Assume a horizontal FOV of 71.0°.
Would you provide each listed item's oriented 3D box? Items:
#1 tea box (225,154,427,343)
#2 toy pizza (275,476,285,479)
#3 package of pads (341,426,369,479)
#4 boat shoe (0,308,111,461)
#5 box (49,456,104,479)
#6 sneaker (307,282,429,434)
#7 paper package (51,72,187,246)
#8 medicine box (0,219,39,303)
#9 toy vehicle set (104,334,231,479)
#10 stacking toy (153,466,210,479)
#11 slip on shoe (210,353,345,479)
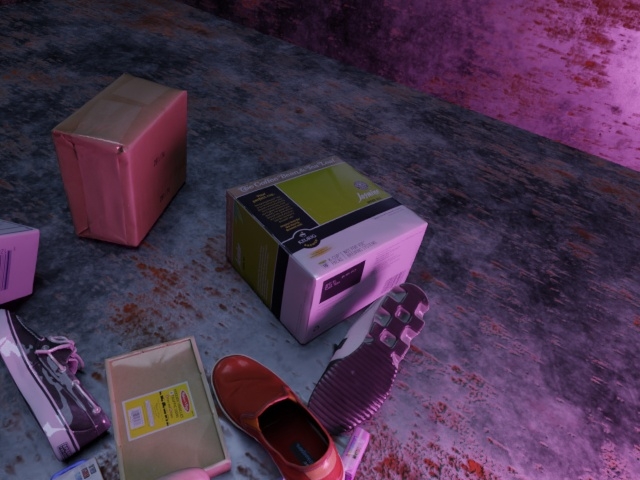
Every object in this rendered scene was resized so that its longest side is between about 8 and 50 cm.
[{"bbox_3d":[0.000,0.000,1.049,0.329,0.220,0.323,-23,53,-33],"label":"tea box"},{"bbox_3d":[-0.018,0.457,0.680,0.201,0.032,0.201,7,41,-6],"label":"toy pizza"},{"bbox_3d":[0.056,0.372,0.775,0.032,0.050,0.083,20,42,17],"label":"package of pads"},{"bbox_3d":[-0.472,0.224,0.782,0.105,0.113,0.306,-28,57,-37],"label":"boat shoe"},{"bbox_3d":[-0.363,0.397,0.677,0.081,0.028,0.136,-23,53,-32],"label":"box"},{"bbox_3d":[0.088,0.237,0.902,0.122,0.146,0.330,43,70,-2],"label":"sneaker"},{"bbox_3d":[-0.466,-0.197,1.100,0.168,0.309,0.324,15,42,-2],"label":"paper package"},{"bbox_3d":[-0.746,0.031,0.827,0.289,0.149,0.263,12,9,3],"label":"medicine box"},{"bbox_3d":[-0.276,0.303,0.793,0.166,0.035,0.267,-11,46,-23],"label":"toy vehicle set"},{"bbox_3d":[-0.158,0.481,0.570,0.141,0.141,0.330,-16,55,-27],"label":"stacking toy"},{"bbox_3d":[-0.084,0.294,0.773,0.123,0.101,0.331,-28,41,-29],"label":"slip on shoe"}]
